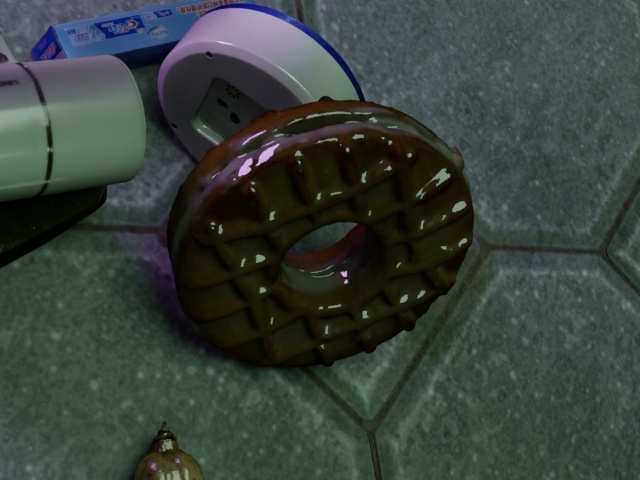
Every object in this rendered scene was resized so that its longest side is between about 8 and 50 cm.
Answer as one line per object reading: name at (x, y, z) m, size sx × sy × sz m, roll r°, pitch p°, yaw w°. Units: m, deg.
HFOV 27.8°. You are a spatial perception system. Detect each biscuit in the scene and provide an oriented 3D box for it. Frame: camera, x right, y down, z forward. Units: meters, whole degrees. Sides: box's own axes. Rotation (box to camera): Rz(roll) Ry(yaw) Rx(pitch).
biscuit at (0.000, 0.000, 1.350) m, size 0.332 × 0.332 × 0.103 m, roll 12°, pitch 34°, yaw -29°

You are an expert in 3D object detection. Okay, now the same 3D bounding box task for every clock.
clock at (-0.065, -0.143, 1.411) m, size 0.230 × 0.230 × 0.083 m, roll 43°, pitch 57°, yaw -10°

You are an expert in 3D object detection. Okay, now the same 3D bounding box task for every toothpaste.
toothpaste at (-0.192, -0.234, 1.470) m, size 0.272 × 0.066 × 0.053 m, roll -20°, pitch 80°, yaw -38°

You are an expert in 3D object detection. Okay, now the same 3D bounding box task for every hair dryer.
hair dryer at (-0.334, -0.184, 1.279) m, size 0.203 × 0.128 × 0.362 m, roll -11°, pitch 50°, yaw -31°

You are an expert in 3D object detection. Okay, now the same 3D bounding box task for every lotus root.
lotus root at (-0.149, 0.255, 1.285) m, size 0.072 × 0.063 × 0.152 m, roll -7°, pitch 79°, yaw -7°

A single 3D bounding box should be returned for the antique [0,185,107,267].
antique at (-0.315, -0.023, 1.290) m, size 0.221 × 0.080 × 0.081 m, roll -32°, pitch 90°, yaw -40°
